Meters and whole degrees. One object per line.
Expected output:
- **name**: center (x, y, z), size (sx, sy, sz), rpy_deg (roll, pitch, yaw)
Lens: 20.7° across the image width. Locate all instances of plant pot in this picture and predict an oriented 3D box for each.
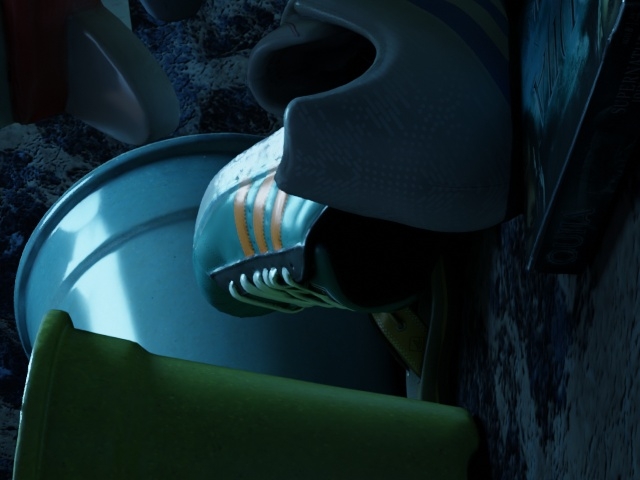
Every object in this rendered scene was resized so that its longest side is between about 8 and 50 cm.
- **plant pot**: center (-0.039, 0.181, 1.022), size (0.276, 0.254, 0.276), rpy_deg (-178, 90, -88)
- **plant pot**: center (-0.074, 0.146, 1.412), size (0.334, 0.341, 0.341), rpy_deg (-104, 15, -53)

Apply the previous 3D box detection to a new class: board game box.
- **board game box**: center (0.103, -0.084, 0.663), size (0.186, 0.026, 0.126), rpy_deg (97, 176, -61)

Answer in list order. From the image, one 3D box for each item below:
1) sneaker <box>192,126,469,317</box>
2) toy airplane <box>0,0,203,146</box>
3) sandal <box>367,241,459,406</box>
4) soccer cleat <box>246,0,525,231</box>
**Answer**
- **sneaker**: center (0.000, 0.000, 1.108), size (0.302, 0.108, 0.121), rpy_deg (-41, 40, 51)
- **toy airplane**: center (-0.172, -0.224, 0.871), size (0.386, 0.272, 0.384), rpy_deg (-31, 73, 38)
- **sandal**: center (0.057, 0.059, 1.163), size (0.090, 0.060, 0.219), rpy_deg (-113, 26, -84)
- **soccer cleat**: center (0.036, -0.114, 0.898), size (0.331, 0.143, 0.116), rpy_deg (-91, 5, -62)
